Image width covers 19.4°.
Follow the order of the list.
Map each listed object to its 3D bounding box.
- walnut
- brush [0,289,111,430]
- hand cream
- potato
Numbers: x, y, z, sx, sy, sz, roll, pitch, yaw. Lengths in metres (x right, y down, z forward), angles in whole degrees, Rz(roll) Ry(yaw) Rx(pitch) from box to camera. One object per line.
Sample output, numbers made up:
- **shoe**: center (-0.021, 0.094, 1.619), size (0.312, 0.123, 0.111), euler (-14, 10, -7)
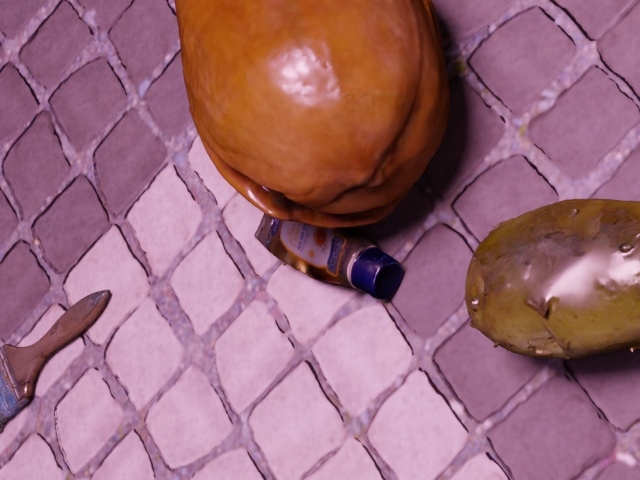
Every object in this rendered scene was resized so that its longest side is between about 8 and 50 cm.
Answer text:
- **walnut**: center (-0.017, -0.161, 1.464), size (0.209, 0.209, 0.336), euler (-40, 56, 22)
- **brush**: center (-0.256, 0.104, 1.682), size (0.196, 0.021, 0.070), euler (-41, 56, 21)
- **hand cream**: center (0.000, 0.000, 1.504), size (0.163, 0.039, 0.062), euler (30, 112, 42)
- **potato**: center (0.203, 0.024, 1.300), size (0.225, 0.090, 0.117), euler (-10, 63, 29)
